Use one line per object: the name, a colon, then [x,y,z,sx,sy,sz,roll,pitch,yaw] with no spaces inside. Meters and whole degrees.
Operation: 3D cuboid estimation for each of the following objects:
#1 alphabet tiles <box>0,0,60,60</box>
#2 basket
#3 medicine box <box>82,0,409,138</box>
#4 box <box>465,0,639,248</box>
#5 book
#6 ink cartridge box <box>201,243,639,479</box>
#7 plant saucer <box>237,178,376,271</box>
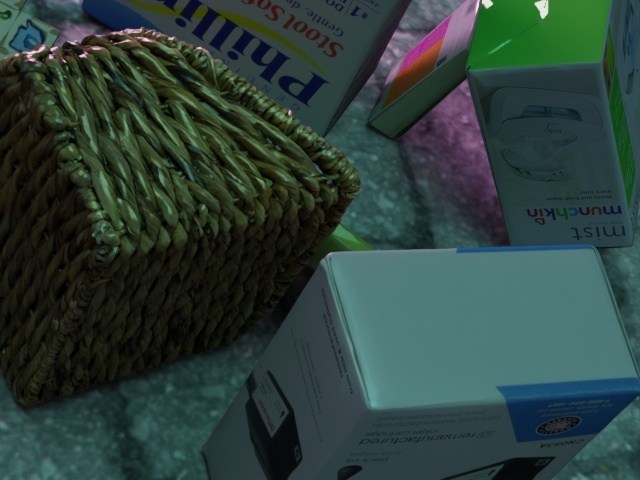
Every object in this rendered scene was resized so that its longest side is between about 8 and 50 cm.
alphabet tiles: [-0.349,-0.161,1.540,0.198,0.009,0.237,27,72,-2]
basket: [-0.145,-0.038,1.399,0.223,0.299,0.213,-16,69,-29]
medicine box: [-0.042,-0.271,1.616,0.263,0.289,0.149,32,48,3]
box: [0.230,-0.160,1.670,0.127,0.231,0.262,-2,45,19]
book: [0.110,-0.171,1.699,0.035,0.144,0.096,33,48,-17]
ink cartridge box: [0.067,0.136,1.359,0.223,0.307,0.129,-3,60,-24]
plant saucer: [0.000,0.000,1.521,0.241,0.241,0.037,38,93,7]
